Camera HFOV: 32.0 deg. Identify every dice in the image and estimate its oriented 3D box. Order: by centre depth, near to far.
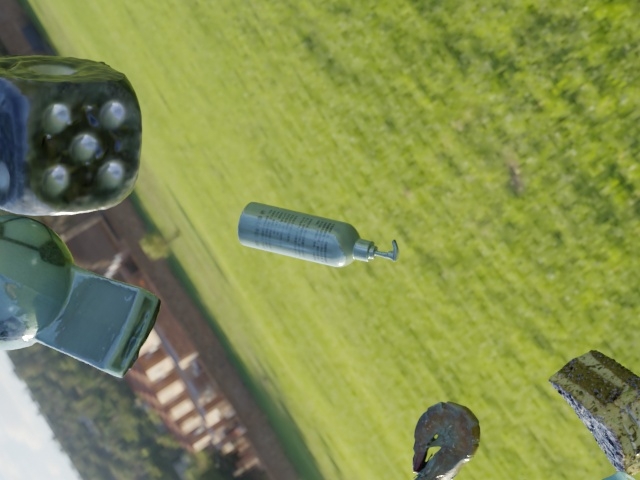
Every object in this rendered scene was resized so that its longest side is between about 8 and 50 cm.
[{"bbox_3d":[-0.348,-0.138,1.448,0.182,0.181,0.183,25,115,47],"label":"dice"}]

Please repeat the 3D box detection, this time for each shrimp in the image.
[{"bbox_3d":[0.182,0.331,1.737,0.101,0.190,0.042,33,-157,12],"label":"shrimp"}]

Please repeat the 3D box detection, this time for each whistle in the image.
[{"bbox_3d":[-0.322,0.052,1.217,0.289,0.163,0.163,11,135,46],"label":"whistle"}]

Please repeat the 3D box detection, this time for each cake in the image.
[{"bbox_3d":[0.468,0.248,1.817,0.246,0.112,0.135,58,175,44],"label":"cake"}]

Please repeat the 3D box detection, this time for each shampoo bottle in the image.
[{"bbox_3d":[0.000,0.000,1.298,0.195,0.056,0.056,14,147,21],"label":"shampoo bottle"}]

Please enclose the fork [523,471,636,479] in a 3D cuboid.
[{"bbox_3d":[0.330,0.300,1.387,0.039,0.021,0.235,59,154,-7],"label":"fork"}]
